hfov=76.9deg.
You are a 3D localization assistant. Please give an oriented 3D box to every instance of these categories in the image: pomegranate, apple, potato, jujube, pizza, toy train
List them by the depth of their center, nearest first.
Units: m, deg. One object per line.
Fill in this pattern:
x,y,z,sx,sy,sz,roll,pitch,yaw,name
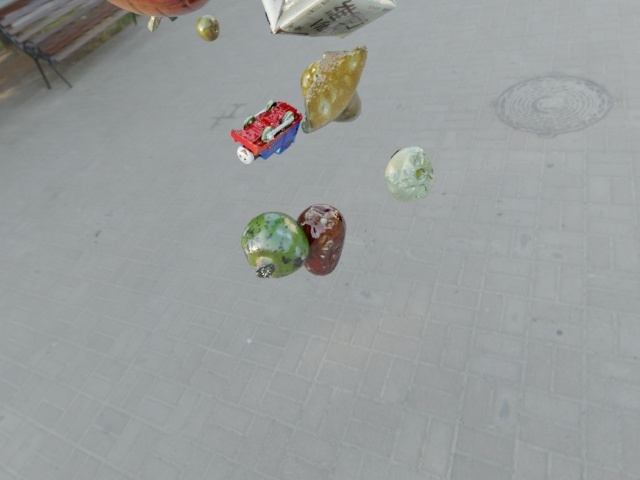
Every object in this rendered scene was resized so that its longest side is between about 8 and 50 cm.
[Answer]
-0.132,-0.265,1.007,0.082,0.131,0.204,35,51,7,toy train
0.030,-0.400,1.054,0.056,0.134,0.271,42,109,52,pizza
0.046,-0.498,1.391,0.195,0.177,0.369,18,13,18,potato
-0.168,0.027,1.471,0.253,0.254,0.271,-4,45,17,pomegranate
-0.421,-0.799,1.516,0.074,0.090,0.090,21,59,20,apple
0.000,0.000,1.671,0.222,0.318,0.223,-1,41,1,jujube

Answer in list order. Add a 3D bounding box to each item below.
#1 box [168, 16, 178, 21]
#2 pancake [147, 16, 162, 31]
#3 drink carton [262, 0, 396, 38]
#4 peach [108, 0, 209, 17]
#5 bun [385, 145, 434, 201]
-0.624,-0.930,1.592,0.031,0.126,0.091,-39,52,9,box
-0.485,-0.705,1.212,0.025,0.152,0.152,21,43,-21,pancake
0.024,-0.609,1.007,0.194,0.132,0.324,-9,14,40,drink carton
-0.280,-0.534,0.709,0.274,0.249,0.246,14,46,3,peach
0.392,-0.277,1.726,0.239,0.239,0.141,-37,25,-14,bun
